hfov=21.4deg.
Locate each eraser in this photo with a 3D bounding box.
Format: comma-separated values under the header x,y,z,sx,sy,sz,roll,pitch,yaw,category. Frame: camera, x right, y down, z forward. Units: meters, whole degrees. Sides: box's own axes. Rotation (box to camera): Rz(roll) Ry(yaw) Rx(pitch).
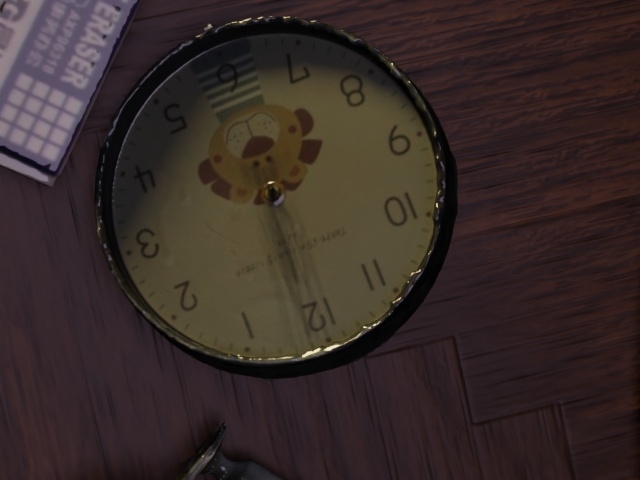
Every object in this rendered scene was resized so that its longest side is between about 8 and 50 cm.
x,y,z,sx,sy,sz,roll,pitch,yaw,category
-0.223,-0.194,1.430,0.124,0.081,0.279,25,88,-10,eraser

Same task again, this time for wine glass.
x,y,z,sx,sy,sz,roll,pitch,yaw,category
-0.047,0.231,1.485,0.155,0.072,0.072,37,86,-8,wine glass

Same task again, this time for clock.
x,y,z,sx,sy,sz,roll,pitch,yaw,category
-0.041,-0.039,1.424,0.312,0.061,0.313,-2,80,9,clock
